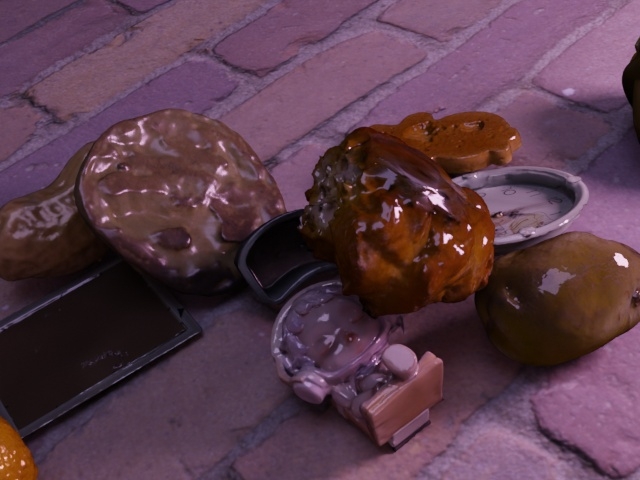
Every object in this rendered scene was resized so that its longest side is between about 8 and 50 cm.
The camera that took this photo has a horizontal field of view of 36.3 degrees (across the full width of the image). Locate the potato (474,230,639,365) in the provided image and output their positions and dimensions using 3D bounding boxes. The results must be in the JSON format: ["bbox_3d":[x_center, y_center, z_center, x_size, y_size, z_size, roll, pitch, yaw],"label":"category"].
[{"bbox_3d":[0.282,0.064,1.133,0.200,0.154,0.137,-20,87,-17],"label":"potato"}]

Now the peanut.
[{"bbox_3d":[-0.331,-0.049,1.387,0.313,0.149,0.149,-39,49,-21],"label":"peanut"}]

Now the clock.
[{"bbox_3d":[0.232,-0.031,1.282,0.236,0.053,0.236,-10,24,4],"label":"clock"}]

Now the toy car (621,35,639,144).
[{"bbox_3d":[0.524,-0.178,1.325,0.248,0.204,0.198,24,77,34],"label":"toy car"}]

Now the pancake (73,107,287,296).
[{"bbox_3d":[-0.181,-0.055,1.337,0.294,0.049,0.294,11,58,-18],"label":"pancake"}]

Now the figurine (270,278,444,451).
[{"bbox_3d":[0.032,0.125,1.119,0.162,0.141,0.237,-34,46,-13],"label":"figurine"}]

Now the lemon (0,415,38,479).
[{"bbox_3d":[-0.397,0.254,1.082,0.187,0.142,0.142,21,52,38],"label":"lemon"}]

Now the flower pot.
[{"bbox_3d":[0.000,0.000,1.261,0.229,0.103,0.108,-24,3,-9],"label":"flower pot"}]

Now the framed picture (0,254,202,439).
[{"bbox_3d":[-0.319,0.131,1.285,0.273,0.016,0.216,-30,45,-19],"label":"framed picture"}]

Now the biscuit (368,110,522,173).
[{"bbox_3d":[0.168,-0.137,1.431,0.248,0.035,0.184,-8,33,12],"label":"biscuit"}]

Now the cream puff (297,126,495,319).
[{"bbox_3d":[0.087,-0.023,1.095,0.241,0.155,0.269,37,31,12],"label":"cream puff"}]
